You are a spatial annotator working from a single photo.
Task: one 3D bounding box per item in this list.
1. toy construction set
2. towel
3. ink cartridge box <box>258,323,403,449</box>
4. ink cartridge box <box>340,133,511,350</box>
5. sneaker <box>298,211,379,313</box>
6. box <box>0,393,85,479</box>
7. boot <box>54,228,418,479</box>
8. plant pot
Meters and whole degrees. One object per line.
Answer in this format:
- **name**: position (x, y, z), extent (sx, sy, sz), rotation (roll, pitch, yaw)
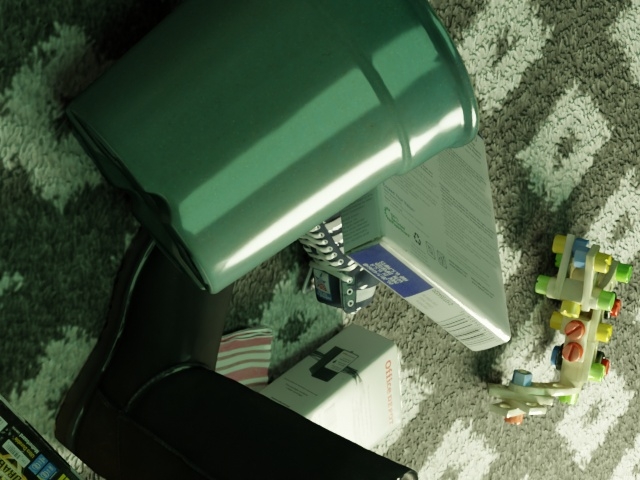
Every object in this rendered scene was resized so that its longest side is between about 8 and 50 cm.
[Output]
- **toy construction set**: position (0.388, 0.146, 2.098), extent (0.215, 0.151, 0.328), rotation (-15, 131, -66)
- **towel**: position (-0.125, 0.214, 1.744), extent (0.144, 0.029, 0.197), rotation (-15, 119, -37)
- **ink cartridge box**: position (0.012, 0.231, 1.818), extent (0.208, 0.087, 0.153), rotation (-33, 133, -36)
- **ink cartridge box**: position (0.128, -0.063, 1.734), extent (0.324, 0.071, 0.330), rotation (37, 39, -45)
- **sneaker**: position (0.000, 0.000, 1.709), extent (0.282, 0.099, 0.153), rotation (22, 92, -49)
- **box**: position (-0.352, 0.148, 1.267), extent (0.079, 0.322, 0.257), rotation (-46, 134, -13)
- **boot**: position (-0.072, 0.179, 1.476), extent (0.146, 0.445, 0.367), rotation (20, 95, -46)
- **plant pot**: position (-0.067, -0.141, 1.437), extent (0.334, 0.341, 0.341), rotation (-38, 131, -11)
